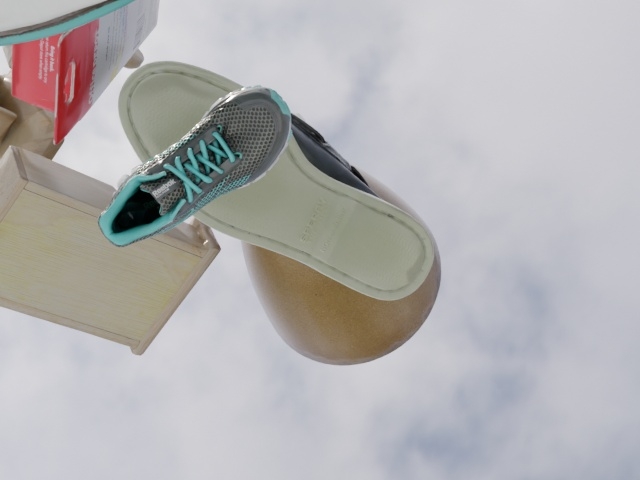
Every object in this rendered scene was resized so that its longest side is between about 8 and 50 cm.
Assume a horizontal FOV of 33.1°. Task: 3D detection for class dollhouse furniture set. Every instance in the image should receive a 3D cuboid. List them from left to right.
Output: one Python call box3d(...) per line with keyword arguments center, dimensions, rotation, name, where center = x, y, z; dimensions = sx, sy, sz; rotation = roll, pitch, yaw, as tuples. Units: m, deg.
box3d(center=(-0.321, -0.080, 1.313), dimensions=(0.362, 0.256, 0.394), rotation=(-52, -140, 17), name="dollhouse furniture set")

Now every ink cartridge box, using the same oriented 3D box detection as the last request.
box3d(center=(-0.231, -0.214, 1.040), dimensions=(0.078, 0.231, 0.134), rotation=(21, -45, 4), name="ink cartridge box")

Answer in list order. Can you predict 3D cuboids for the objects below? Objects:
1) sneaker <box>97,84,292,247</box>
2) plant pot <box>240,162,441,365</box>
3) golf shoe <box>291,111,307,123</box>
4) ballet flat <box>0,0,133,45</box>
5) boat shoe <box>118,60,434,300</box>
box3d(center=(-0.089, -0.044, 0.748), dimensions=(0.166, 0.076, 0.065), rotation=(-36, -81, 24), name="sneaker")
box3d(center=(0.000, 0.000, 1.271), dimensions=(0.237, 0.254, 0.237), rotation=(-7, -114, 16), name="plant pot")
box3d(center=(-0.056, -0.132, 1.388), dimensions=(0.067, 0.186, 0.086), rotation=(3, -60, 14), name="golf shoe")
box3d(center=(-0.094, -0.223, 0.651), dimensions=(0.400, 0.139, 0.139), rotation=(-7, -86, 24), name="ballet flat")
box3d(center=(-0.046, -0.060, 1.038), dimensions=(0.340, 0.113, 0.127), rotation=(27, -84, -19), name="boat shoe")
